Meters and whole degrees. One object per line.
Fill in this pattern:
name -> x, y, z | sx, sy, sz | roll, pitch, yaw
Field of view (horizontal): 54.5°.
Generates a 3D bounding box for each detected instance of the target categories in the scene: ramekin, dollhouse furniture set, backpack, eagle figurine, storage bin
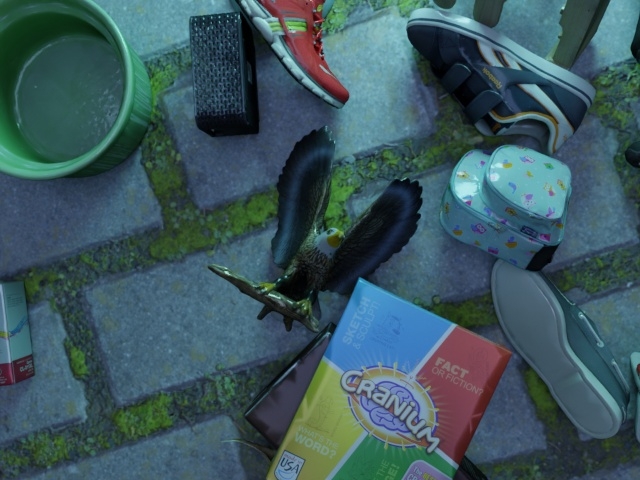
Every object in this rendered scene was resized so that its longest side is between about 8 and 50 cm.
ramekin -> -0.432, -0.244, 1.029 | 0.303, 0.148, 0.304 | 0, 90, 5
dollhouse furniture set -> 0.323, -0.400, 0.972 | 0.242, 0.161, 0.212 | 33, 70, 18
backpack -> 0.285, -0.061, 0.965 | 0.188, 0.144, 0.166 | 19, 52, 13
eagle figurine -> 0.007, -0.001, 1.002 | 0.226, 0.225, 0.298 | 51, 57, -36
storage bin -> -0.155, -0.268, 1.020 | 0.084, 0.122, 0.180 | -3, 90, 5

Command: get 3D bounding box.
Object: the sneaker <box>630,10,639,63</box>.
sneaker -> 0.550, -0.446, 0.986 | 0.139, 0.125, 0.341 | 21, 95, 32

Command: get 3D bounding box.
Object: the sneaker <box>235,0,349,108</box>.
sneaker -> -0.031, -0.340, 0.998 | 0.118, 0.107, 0.279 | -37, 101, 8

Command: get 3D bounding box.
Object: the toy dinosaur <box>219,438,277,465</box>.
toy dinosaur -> -0.073, 0.362, 1.032 | 0.183, 0.092, 0.053 | 38, 92, 3

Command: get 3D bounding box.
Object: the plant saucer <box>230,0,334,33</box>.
plant saucer -> -0.067, -0.447, 1.056 | 0.194, 0.037, 0.195 | 0, 90, 5

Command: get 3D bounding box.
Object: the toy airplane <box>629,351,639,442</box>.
toy airplane -> 0.665, 0.220, 0.918 | 0.384, 0.272, 0.386 | 52, 130, 13

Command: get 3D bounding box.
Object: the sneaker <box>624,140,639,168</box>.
sneaker -> 0.602, -0.198, 0.984 | 0.271, 0.100, 0.108 | -28, 74, 1

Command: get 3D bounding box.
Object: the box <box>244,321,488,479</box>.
box -> 0.081, 0.336, 0.999 | 0.191, 0.143, 0.381 | -44, 89, 3

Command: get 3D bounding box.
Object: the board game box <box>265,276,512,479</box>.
board game box -> 0.096, 0.247, 0.899 | 0.242, 0.064, 0.317 | 25, 91, 4

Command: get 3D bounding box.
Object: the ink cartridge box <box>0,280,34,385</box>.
ink cartridge box -> -0.582, 0.163, 1.080 | 0.127, 0.072, 0.175 | -6, 90, 5

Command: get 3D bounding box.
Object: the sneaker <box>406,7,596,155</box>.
sneaker -> 0.266, -0.248, 0.987 | 0.321, 0.126, 0.128 | 28, 90, 4

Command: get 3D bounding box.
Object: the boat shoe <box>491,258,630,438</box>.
boat shoe -> 0.392, 0.157, 1.011 | 0.099, 0.116, 0.320 | -23, 79, -39
